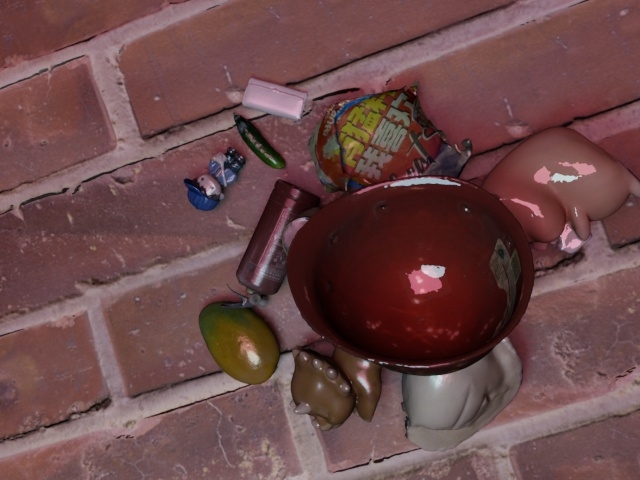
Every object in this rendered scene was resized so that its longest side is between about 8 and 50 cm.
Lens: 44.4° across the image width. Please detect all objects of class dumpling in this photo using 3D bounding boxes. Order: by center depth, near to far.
[{"bbox_3d":[0.260,0.264,1.464,0.226,0.243,0.175,6,51,-9],"label":"dumpling"}]

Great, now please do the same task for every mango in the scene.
[{"bbox_3d":[-0.163,0.198,1.554,0.194,0.092,0.130,36,99,16],"label":"mango"}]

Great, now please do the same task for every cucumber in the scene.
[{"bbox_3d":[-0.129,-0.197,1.562,0.037,0.037,0.155,-42,84,8],"label":"cucumber"}]

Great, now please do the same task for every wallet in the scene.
[{"bbox_3d":[-0.091,-0.281,1.559,0.122,0.025,0.061,17,87,9],"label":"wallet"}]

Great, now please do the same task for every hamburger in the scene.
[{"bbox_3d":[0.127,-0.148,1.478,0.260,0.150,0.276,-32,67,-8],"label":"hamburger"}]

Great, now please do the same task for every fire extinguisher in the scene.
[{"bbox_3d":[-0.101,0.018,1.529,0.104,0.105,0.269,26,96,8],"label":"fire extinguisher"}]

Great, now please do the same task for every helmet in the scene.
[{"bbox_3d":[0.155,0.089,1.311,0.384,0.230,0.338,-2,61,11],"label":"helmet"}]

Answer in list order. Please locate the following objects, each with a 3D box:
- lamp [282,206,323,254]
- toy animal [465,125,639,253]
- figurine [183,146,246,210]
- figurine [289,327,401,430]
[{"bbox_3d":[0.000,0.000,1.450,0.121,0.214,0.121,-1,88,17],"label":"lamp"},{"bbox_3d":[0.410,-0.080,1.408,0.256,0.195,0.213,-41,92,6],"label":"toy animal"},{"bbox_3d":[-0.211,-0.122,1.570,0.077,0.079,0.136,41,74,10],"label":"figurine"},{"bbox_3d":[0.030,0.230,1.474,0.173,0.177,0.247,18,106,-10],"label":"figurine"}]
